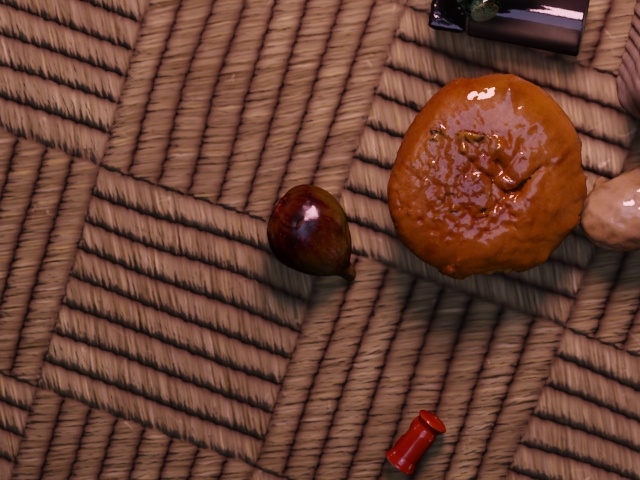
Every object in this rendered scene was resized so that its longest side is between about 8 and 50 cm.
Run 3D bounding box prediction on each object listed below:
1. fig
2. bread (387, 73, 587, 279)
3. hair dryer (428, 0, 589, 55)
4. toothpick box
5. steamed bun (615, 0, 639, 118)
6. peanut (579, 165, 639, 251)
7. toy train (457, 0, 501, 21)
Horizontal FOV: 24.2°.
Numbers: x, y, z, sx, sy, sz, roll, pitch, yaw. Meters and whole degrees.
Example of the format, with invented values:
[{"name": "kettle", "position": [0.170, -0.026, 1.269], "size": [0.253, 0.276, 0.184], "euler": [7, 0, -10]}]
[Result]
[{"name": "fig", "position": [0.000, 0.000, 1.966], "size": [0.109, 0.103, 0.155], "euler": [-41, 119, 20]}, {"name": "bread", "position": [0.216, -0.081, 1.887], "size": [0.268, 0.146, 0.268], "euler": [2, 103, 8]}, {"name": "hair dryer", "position": [0.255, -0.371, 1.879], "size": [0.196, 0.078, 0.248], "euler": [13, 91, 9]}, {"name": "toothpick box", "position": [0.130, 0.270, 2.007], "size": [0.047, 0.047, 0.083], "euler": [38, 103, 3]}, {"name": "steamed bun", "position": [0.503, -0.306, 1.752], "size": [0.236, 0.247, 0.383], "euler": [7, 101, -11]}, {"name": "peanut", "position": [0.454, -0.035, 1.866], "size": [0.263, 0.101, 0.117], "euler": [5, 113, 13]}, {"name": "toy train", "position": [0.194, -0.390, 1.813], "size": [0.157, 0.105, 0.253], "euler": [-34, 55, 26]}]
